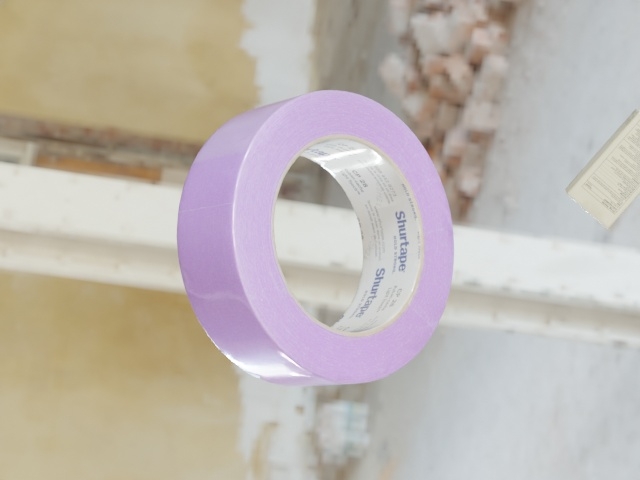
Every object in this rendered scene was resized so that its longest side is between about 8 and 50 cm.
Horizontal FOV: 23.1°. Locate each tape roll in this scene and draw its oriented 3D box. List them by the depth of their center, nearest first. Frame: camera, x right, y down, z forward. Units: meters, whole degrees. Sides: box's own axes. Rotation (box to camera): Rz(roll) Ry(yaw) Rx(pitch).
[{"bbox_3d":[0.000,0.000,1.482,0.090,0.274,0.275,-9,70,50],"label":"tape roll"}]

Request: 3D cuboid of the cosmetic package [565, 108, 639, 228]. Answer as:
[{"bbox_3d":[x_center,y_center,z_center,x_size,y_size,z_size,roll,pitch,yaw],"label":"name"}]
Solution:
[{"bbox_3d":[0.315,-0.075,1.633,0.115,0.060,0.041,-48,2,11],"label":"cosmetic package"}]
